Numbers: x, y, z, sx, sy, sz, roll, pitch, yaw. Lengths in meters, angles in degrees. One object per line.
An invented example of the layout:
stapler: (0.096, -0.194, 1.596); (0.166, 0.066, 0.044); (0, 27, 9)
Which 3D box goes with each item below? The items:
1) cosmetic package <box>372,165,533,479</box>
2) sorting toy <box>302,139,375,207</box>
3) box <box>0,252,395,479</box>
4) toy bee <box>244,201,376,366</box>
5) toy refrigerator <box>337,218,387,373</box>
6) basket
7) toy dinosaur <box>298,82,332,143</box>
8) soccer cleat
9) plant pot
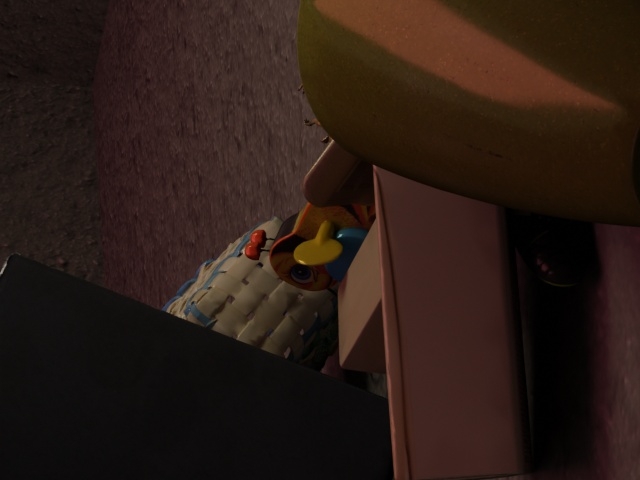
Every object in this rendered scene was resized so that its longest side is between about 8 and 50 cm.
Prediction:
cosmetic package: (0.116, 0.053, 1.491); (0.160, 0.113, 0.309); (41, -136, -77)
sorting toy: (0.099, -0.160, 1.597); (0.307, 0.041, 0.229); (-53, -12, 9)
box: (-0.213, 0.321, 1.961); (0.472, 0.480, 0.297); (118, 173, -57)
toy bee: (0.000, 0.000, 1.913); (0.195, 0.162, 0.298); (-62, -12, -76)
toy refrigerator: (0.099, 0.028, 1.735); (0.269, 0.094, 0.102); (117, 157, -52)
basket: (-0.099, 0.127, 2.107); (0.255, 0.201, 0.289); (-49, 1, -32)
toy dinosaur: (0.016, -0.177, 2.180); (0.092, 0.053, 0.183); (39, 133, 53)
soccer cleat: (0.192, -0.040, 1.462); (0.072, 0.060, 0.179); (92, 173, -48)
plant pot: (0.175, -0.125, 1.232); (0.293, 0.275, 0.275); (37, 125, 48)
